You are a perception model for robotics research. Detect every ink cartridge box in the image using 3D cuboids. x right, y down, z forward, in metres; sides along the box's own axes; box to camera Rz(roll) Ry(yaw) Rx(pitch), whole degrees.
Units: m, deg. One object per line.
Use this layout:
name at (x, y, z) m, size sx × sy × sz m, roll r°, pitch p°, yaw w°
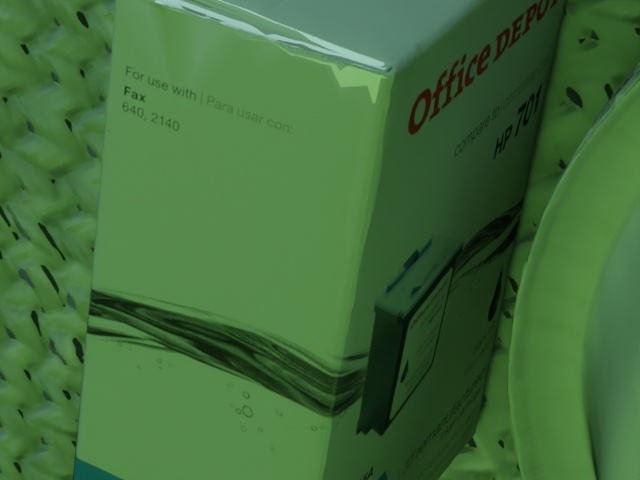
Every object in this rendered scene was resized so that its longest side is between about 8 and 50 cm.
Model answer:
ink cartridge box at (0.000, 0.000, 0.562) m, size 0.082 × 0.139 × 0.191 m, roll 22°, pitch 124°, yaw 18°

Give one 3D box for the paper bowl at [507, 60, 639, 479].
paper bowl at (0.184, 0.052, 0.488) m, size 0.284 × 0.148 × 0.284 m, roll 13°, pitch 122°, yaw 22°
